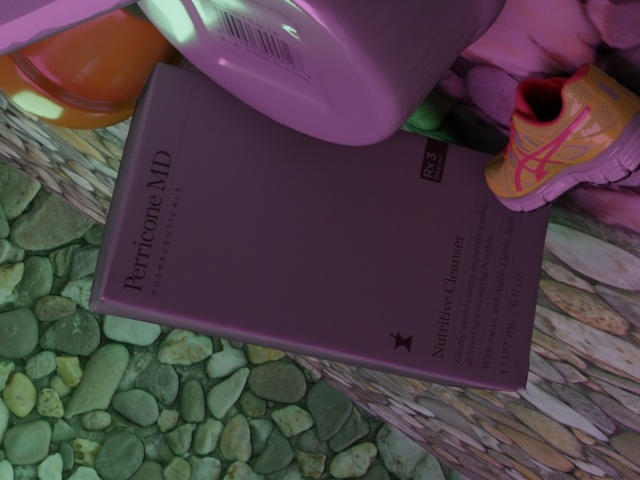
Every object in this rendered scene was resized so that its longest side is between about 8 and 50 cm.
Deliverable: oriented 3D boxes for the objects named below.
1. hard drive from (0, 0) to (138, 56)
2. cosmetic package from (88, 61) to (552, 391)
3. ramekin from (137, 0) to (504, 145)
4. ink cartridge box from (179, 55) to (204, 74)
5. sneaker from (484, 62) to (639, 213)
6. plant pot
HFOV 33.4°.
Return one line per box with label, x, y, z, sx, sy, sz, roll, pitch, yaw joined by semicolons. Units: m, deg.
hard drive;-0.276;-0.224;0.702;0.353;0.047;0.233;-15;107;25
cosmetic package;0.000;0.000;0.979;0.385;0.217;0.156;12;171;-17
ramekin;-0.017;-0.192;0.784;0.277;0.135;0.277;32;166;9
ink cartridge box;-0.089;-0.148;1.192;0.203;0.086;0.148;31;166;9
sneaker;0.181;-0.087;0.835;0.094;0.081;0.208;43;158;-8
plant pot;-0.195;-0.226;0.992;0.205;0.205;0.188;40;149;-22
